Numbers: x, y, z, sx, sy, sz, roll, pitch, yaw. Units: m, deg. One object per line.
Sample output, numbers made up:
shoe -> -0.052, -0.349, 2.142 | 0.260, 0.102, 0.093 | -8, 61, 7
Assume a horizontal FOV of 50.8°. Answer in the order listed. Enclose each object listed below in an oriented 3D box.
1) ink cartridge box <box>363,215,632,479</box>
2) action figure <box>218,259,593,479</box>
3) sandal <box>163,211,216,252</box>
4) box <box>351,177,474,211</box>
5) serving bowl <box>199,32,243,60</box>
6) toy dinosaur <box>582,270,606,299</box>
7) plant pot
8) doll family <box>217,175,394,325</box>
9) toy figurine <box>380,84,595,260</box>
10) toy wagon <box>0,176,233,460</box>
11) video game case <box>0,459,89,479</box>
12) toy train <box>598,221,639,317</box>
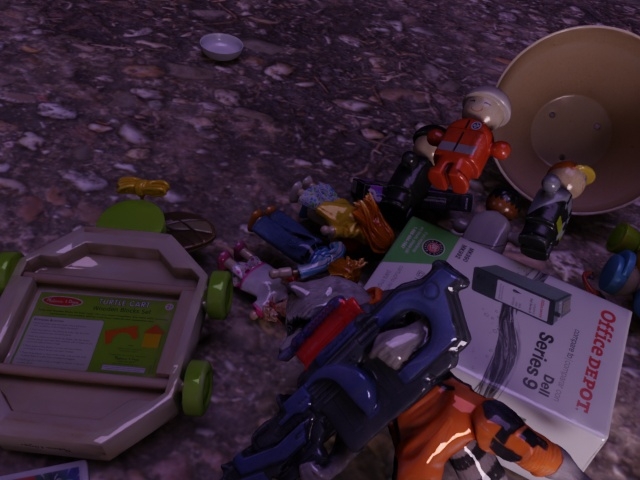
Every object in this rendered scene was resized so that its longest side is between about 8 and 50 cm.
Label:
ink cartridge box -> 0.190, 0.121, 0.788 | 0.289, 0.121, 0.211 | 24, 44, 14
action figure -> 0.057, 0.184, 0.644 | 0.330, 0.341, 0.178 | 55, 21, 10
sandal -> -0.223, 0.015, 0.872 | 0.180, 0.049, 0.072 | -23, 55, -14
box -> 0.134, -0.069, 1.011 | 0.162, 0.029, 0.116 | 7, 8, -7
serving bowl -> -0.192, -0.370, 1.306 | 0.083, 0.027, 0.083 | 7, 42, -6
toy dinosaur -> 0.380, 0.081, 0.914 | 0.047, 0.090, 0.082 | -18, 94, -16
plant pot -> 0.417, -0.184, 1.099 | 0.284, 0.284, 0.191 | 22, 8, 11
doll family -> 0.000, 0.000, 0.879 | 0.163, 0.118, 0.263 | 34, 47, 23
toy figurine -> 0.207, -0.071, 0.859 | 0.210, 0.213, 0.148 | 34, 68, -8
toy wagon -> -0.235, 0.068, 0.754 | 0.267, 0.068, 0.344 | 5, 48, 3
video game case -> -0.285, 0.296, 0.568 | 0.184, 0.023, 0.201 | -6, 44, -19
toy train -> 0.474, 0.019, 0.959 | 0.143, 0.105, 0.248 | 28, 44, 0
